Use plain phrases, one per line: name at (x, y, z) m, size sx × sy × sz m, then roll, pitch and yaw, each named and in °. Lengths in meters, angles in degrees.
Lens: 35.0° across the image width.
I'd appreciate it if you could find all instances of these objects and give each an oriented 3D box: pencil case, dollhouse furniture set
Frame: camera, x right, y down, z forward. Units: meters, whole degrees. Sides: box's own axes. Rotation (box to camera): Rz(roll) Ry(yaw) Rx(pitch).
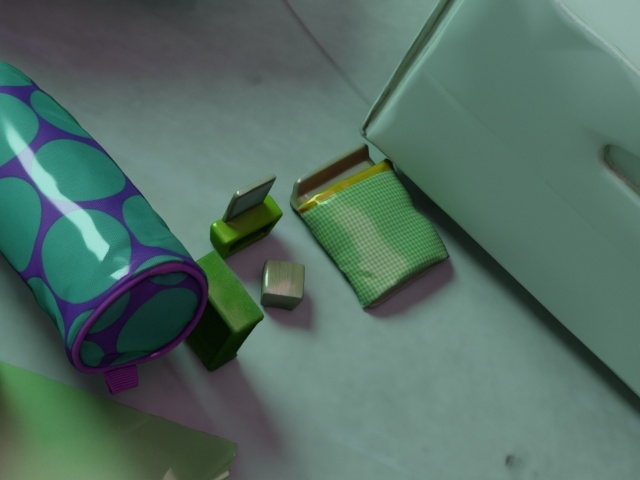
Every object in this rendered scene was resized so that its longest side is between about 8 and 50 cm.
pencil case at (-0.115, -0.011, 0.436) m, size 0.064 × 0.070 × 0.152 m, roll -7°, pitch 44°, yaw -50°
dollhouse furniture set at (0.000, 0.000, 0.488) m, size 0.151 × 0.058 × 0.076 m, roll -30°, pitch 77°, yaw -28°

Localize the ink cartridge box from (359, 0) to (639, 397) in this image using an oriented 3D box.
ink cartridge box at (0.250, -0.106, 0.559) m, size 0.279 × 0.160 × 0.384 m, roll 43°, pitch 57°, yaw 5°

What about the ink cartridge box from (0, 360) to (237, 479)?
ink cartridge box at (-0.159, 0.109, 0.385) m, size 0.235 × 0.056 × 0.171 m, roll 19°, pitch 59°, yaw -5°
